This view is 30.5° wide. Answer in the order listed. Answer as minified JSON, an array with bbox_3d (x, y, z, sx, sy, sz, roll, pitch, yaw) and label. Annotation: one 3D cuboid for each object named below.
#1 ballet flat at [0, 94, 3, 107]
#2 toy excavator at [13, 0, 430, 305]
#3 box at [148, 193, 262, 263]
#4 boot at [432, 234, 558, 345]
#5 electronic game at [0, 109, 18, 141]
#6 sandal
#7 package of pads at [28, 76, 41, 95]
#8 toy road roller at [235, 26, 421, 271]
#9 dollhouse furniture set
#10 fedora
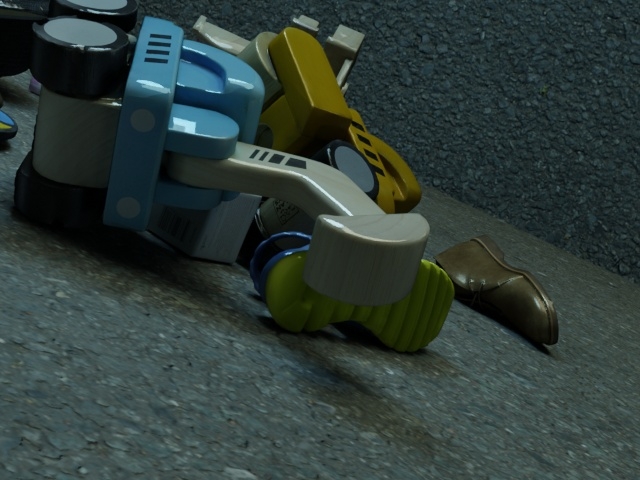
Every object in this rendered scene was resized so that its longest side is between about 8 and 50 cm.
[{"bbox_3d":[-0.512,-0.245,1.739,0.084,0.058,0.250,23,-7,-2],"label":"ballet flat"},{"bbox_3d":[-0.117,-0.103,1.341,0.445,0.222,0.433,9,27,-9],"label":"toy excavator"},{"bbox_3d":[-0.152,-0.037,1.522,0.101,0.102,0.087,30,10,35],"label":"box"},{"bbox_3d":[0.290,0.094,1.967,0.115,0.112,0.305,-13,29,-19],"label":"boot"},{"bbox_3d":[-0.525,-0.190,1.605,0.229,0.048,0.229,23,11,-5],"label":"electronic game"},{"bbox_3d":[0.036,0.053,1.455,0.317,0.126,0.138,17,8,-40],"label":"sandal"},{"bbox_3d":[-0.490,-0.274,2.160,0.083,0.032,0.050,26,13,9],"label":"package of pads"},{"bbox_3d":[-0.006,-0.111,1.639,0.240,0.202,0.330,7,53,-49],"label":"toy road roller"},{"bbox_3d":[-0.148,-0.254,1.941,0.355,0.303,0.174,23,47,1],"label":"dollhouse furniture set"},{"bbox_3d":[-0.593,-0.358,1.967,0.334,0.153,0.334,10,15,-3],"label":"fedora"}]
